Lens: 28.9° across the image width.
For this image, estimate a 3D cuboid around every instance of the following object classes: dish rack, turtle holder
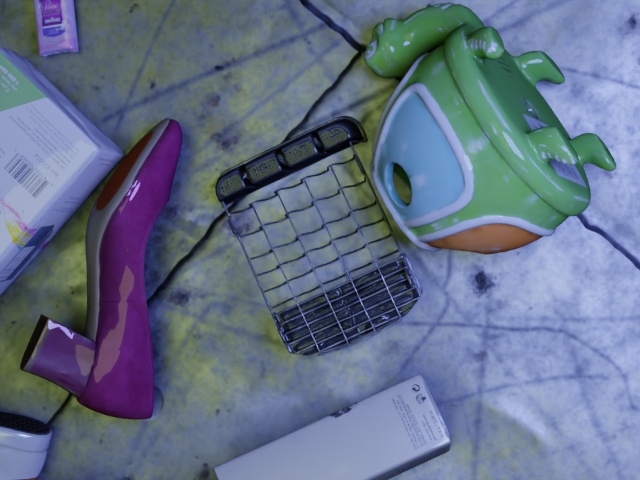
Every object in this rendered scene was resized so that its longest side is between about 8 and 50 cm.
[{"bbox_3d":[0.000,0.000,1.561,0.208,0.074,0.272,-25,88,10],"label":"dish rack"},{"bbox_3d":[0.163,-0.130,1.450,0.227,0.243,0.320,-37,94,24],"label":"turtle holder"}]

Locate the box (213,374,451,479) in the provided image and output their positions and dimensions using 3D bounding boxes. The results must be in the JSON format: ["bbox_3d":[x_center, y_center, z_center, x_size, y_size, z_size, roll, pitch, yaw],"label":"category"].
[{"bbox_3d":[0.017,0.265,1.508,0.275,0.113,0.094,-23,74,-3],"label":"box"}]

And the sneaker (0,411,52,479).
[{"bbox_3d":[-0.504,0.268,1.604,0.290,0.106,0.123,16,98,-6],"label":"sneaker"}]

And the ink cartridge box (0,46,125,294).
[{"bbox_3d":[-0.453,-0.053,1.606,0.207,0.119,0.353,44,95,6],"label":"ink cartridge box"}]

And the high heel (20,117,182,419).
[{"bbox_3d":[-0.225,0.039,1.600,0.181,0.127,0.377,28,90,-21],"label":"high heel"}]

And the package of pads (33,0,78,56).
[{"bbox_3d":[-0.347,-0.286,1.633,0.050,0.032,0.083,-6,89,6],"label":"package of pads"}]
